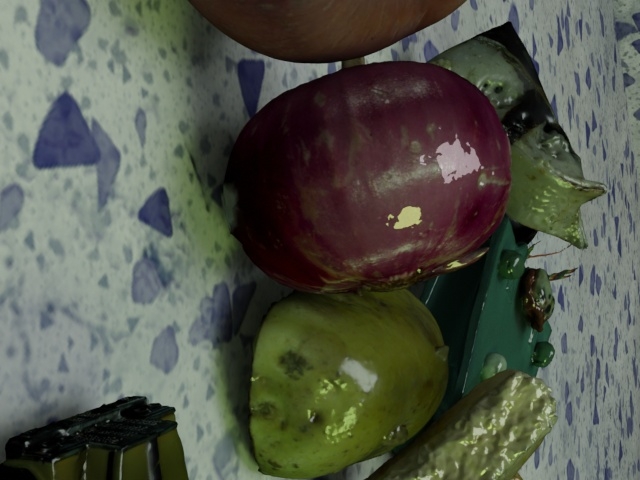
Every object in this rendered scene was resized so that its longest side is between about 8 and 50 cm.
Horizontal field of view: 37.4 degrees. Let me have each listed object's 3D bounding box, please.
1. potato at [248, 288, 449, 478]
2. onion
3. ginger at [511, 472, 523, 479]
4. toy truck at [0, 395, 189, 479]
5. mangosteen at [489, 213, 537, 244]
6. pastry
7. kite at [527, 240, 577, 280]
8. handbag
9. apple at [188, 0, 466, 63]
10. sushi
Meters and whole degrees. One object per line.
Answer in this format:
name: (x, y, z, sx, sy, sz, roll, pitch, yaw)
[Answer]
potato: (0.044, 0.114, 0.780, 0.272, 0.111, 0.160, -8, 105, -68)
onion: (0.021, -0.040, 0.681, 0.201, 0.207, 0.200, -8, 107, -29)
ginger: (0.106, 0.318, 0.884, 0.294, 0.086, 0.131, -36, 166, -37)
toy truck: (-0.097, 0.217, 0.494, 0.127, 0.127, 0.257, -10, 93, -63)
mangosteen: (0.199, -0.049, 1.154, 0.151, 0.137, 0.137, 56, 21, 15)
pastry: (0.098, 0.204, 0.809, 0.258, 0.089, 0.121, -37, 155, -25)
kite: (0.251, 0.056, 1.217, 0.244, 0.198, 0.006, -13, 57, -33)
handbag: (0.184, 0.144, 1.047, 0.274, 0.100, 0.268, -62, 143, -23)
apple: (0.011, -0.267, 0.599, 0.306, 0.306, 0.235, 18, 42, -63)
sushi: (0.190, -0.097, 1.018, 0.109, 0.134, 0.273, -14, 73, -50)
